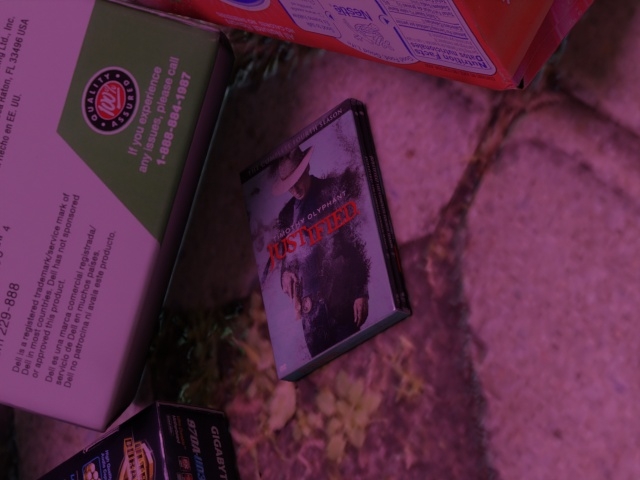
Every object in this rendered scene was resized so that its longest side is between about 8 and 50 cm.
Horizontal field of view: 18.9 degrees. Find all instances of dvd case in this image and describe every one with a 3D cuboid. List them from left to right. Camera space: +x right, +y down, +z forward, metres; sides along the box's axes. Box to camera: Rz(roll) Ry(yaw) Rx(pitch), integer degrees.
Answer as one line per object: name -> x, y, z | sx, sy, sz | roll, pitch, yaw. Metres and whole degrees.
dvd case -> 0.000, 0.000, 0.961 | 0.087, 0.013, 0.119 | -32, 57, 37

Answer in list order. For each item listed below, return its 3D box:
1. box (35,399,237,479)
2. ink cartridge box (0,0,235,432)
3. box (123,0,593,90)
box -> -0.102, 0.216, 0.983 | 0.175, 0.051, 0.220 | -35, 55, 36
ink cartridge box -> -0.212, -0.046, 0.996 | 0.121, 0.289, 0.211 | -57, -15, -87
box -> -0.004, -0.188, 0.885 | 0.300, 0.154, 0.142 | 19, 63, 48
